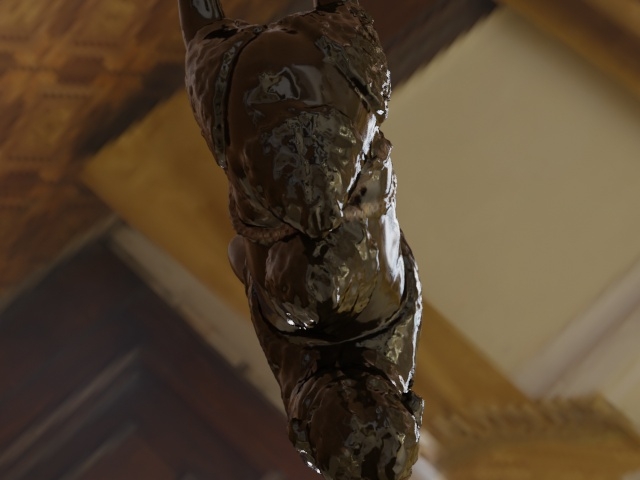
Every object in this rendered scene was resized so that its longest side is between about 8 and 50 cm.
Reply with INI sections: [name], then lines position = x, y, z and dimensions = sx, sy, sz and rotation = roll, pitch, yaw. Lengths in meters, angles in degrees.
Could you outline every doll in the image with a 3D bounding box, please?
[doll]
position = 0.000, 0.000, 0.508
dimensions = 0.057, 0.165, 0.139
rotation = -11, 129, -2
